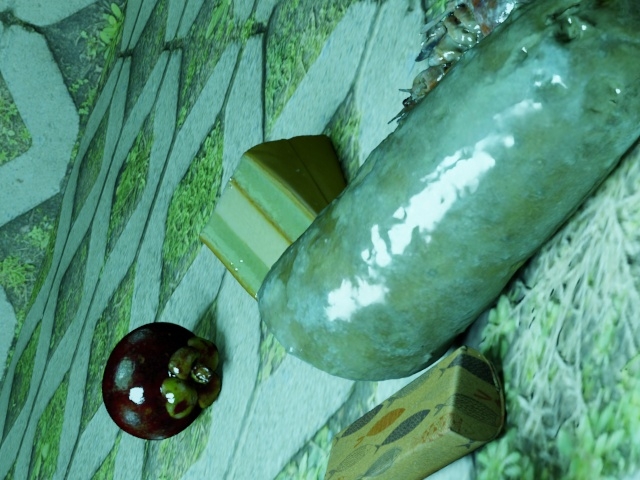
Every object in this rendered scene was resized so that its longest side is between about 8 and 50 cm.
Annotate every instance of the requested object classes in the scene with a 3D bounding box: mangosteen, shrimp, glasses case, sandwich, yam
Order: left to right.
[{"bbox_3d":[-0.164,0.149,1.132,0.140,0.140,0.140,-48,33,45],"label":"mangosteen"},{"bbox_3d":[0.000,0.000,0.985,0.187,0.144,0.117,46,123,24],"label":"sandwich"},{"bbox_3d":[0.059,0.137,0.712,0.170,0.041,0.064,-46,23,48],"label":"glasses case"},{"bbox_3d":[0.091,-0.028,0.663,0.330,0.133,0.133,-49,32,35],"label":"yam"},{"bbox_3d":[0.107,-0.127,0.754,0.090,0.079,0.233,62,149,6],"label":"shrimp"}]

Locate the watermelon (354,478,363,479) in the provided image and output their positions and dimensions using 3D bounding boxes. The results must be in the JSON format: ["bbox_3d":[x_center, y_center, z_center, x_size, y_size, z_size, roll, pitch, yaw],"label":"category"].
[{"bbox_3d":[0.041,0.258,0.582,0.256,0.140,0.192,121,151,-52],"label":"watermelon"}]
